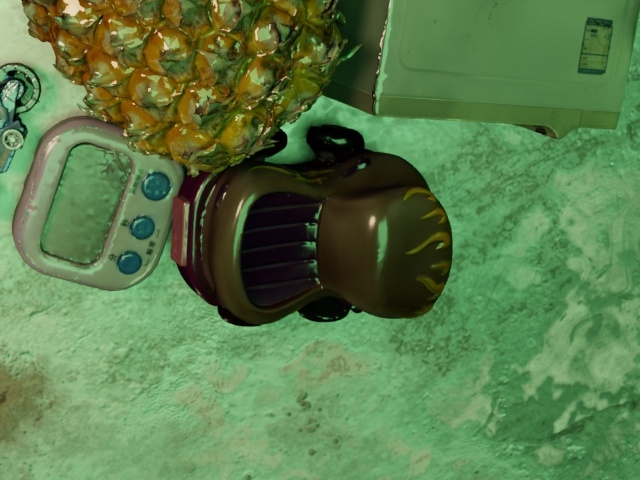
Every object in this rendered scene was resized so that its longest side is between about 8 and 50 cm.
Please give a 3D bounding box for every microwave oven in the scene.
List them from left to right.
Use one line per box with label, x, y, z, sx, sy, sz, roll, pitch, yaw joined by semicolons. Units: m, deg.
microwave oven;0.189;-0.287;1.395;0.355;0.218;0.286;0;105;-25

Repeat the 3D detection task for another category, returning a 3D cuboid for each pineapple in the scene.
pineapple;-0.139;-0.248;1.254;0.352;0.352;0.300;-41;115;-1

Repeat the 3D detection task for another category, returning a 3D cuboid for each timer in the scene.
timer;-0.280;-0.047;1.422;0.191;0.069;0.208;17;102;-23

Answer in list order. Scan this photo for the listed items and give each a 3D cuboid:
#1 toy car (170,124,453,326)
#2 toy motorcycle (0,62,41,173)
toy car;0.000;0.000;1.424;0.341;0.240;0.271;-4;108;-27
toy motorcycle;-0.416;-0.128;1.356;0.114;0.076;0.205;21;99;-15
